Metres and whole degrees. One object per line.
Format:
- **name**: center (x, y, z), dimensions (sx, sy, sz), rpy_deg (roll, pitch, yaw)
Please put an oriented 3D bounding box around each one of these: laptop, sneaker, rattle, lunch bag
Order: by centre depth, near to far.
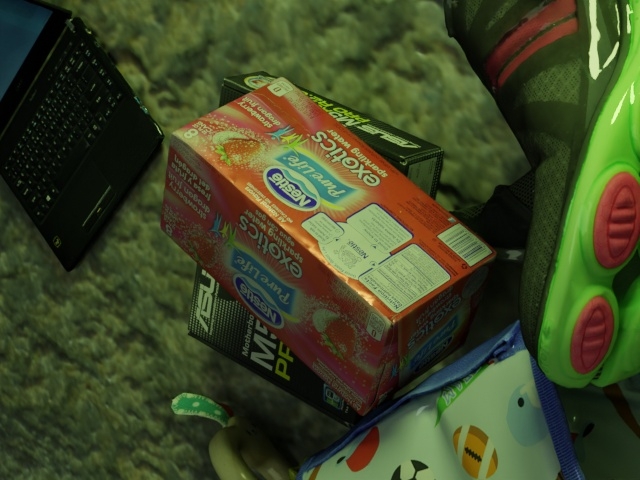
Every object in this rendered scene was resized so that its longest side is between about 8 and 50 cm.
- **sneaker**: center (0.196, -0.133, 1.078), dimensions (0.202, 0.185, 0.482), rpy_deg (-9, 73, 53)
- **lunch bag**: center (0.185, 0.271, 1.191), dimensions (0.328, 0.239, 0.385), rpy_deg (-39, 84, 42)
- **sneaker**: center (0.184, -0.041, 1.203), dimensions (0.227, 0.087, 0.130), rpy_deg (-3, 83, 53)
- **rattle**: center (-0.046, 0.178, 1.474), dimensions (0.142, 0.130, 0.199), rpy_deg (-59, 37, 23)
- **laptop**: center (-0.327, -0.122, 1.579), dimensions (0.264, 0.137, 0.234), rpy_deg (54, 130, 15)

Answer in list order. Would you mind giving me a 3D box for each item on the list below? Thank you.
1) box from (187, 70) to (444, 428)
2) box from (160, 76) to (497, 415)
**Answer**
- **box**: center (-0.012, 0.006, 1.397), dimensions (0.216, 0.060, 0.270), rpy_deg (27, 119, 32)
- **box**: center (0.000, 0.000, 1.242), dimensions (0.257, 0.128, 0.122), rpy_deg (41, 141, 24)
